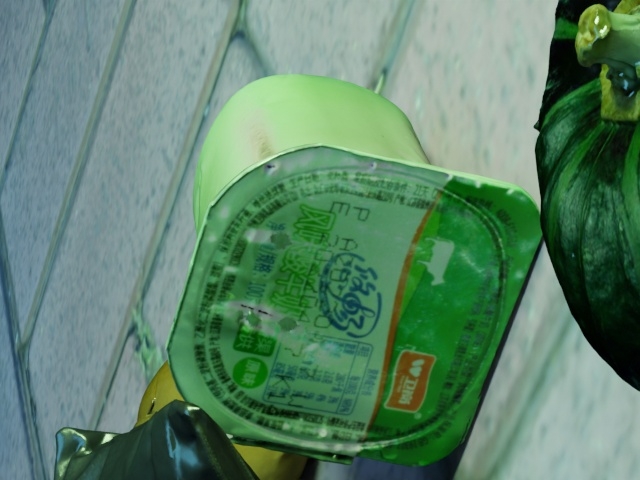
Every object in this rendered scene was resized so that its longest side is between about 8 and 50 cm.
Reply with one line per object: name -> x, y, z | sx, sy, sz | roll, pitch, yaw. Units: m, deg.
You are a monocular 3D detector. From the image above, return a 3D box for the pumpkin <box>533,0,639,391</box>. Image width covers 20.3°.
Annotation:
pumpkin -> 0.135, -0.043, 0.488 | 0.202, 0.140, 0.202 | -168, 90, -68

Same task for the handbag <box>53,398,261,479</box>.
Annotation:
handbag -> -0.034, 0.191, 0.801 | 0.254, 0.089, 0.211 | 64, 154, -1

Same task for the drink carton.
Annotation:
drink carton -> 0.000, 0.000, 0.814 | 0.142, 0.144, 0.146 | -110, 35, -60

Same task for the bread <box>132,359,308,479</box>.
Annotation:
bread -> -0.064, 0.109, 1.013 | 0.189, 0.077, 0.114 | 161, 111, -63
